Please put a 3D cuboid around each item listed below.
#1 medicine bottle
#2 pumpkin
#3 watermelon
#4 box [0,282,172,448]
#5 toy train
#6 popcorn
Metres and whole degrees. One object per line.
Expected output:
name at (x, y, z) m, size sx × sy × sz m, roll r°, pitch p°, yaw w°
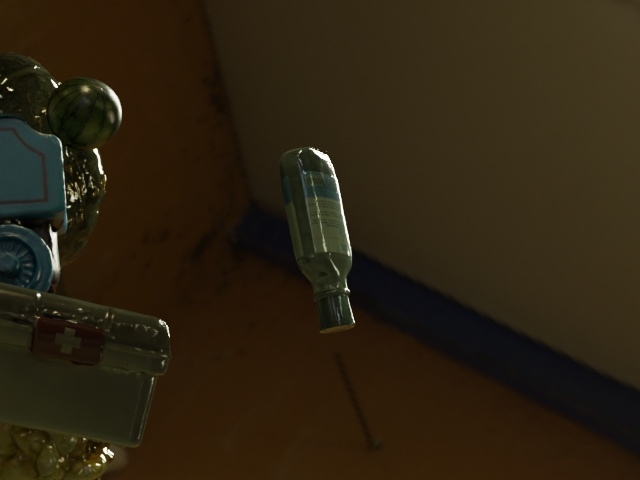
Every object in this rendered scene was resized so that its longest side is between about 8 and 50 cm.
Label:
medicine bottle at (0.000, 0.000, 1.619) m, size 0.053 × 0.090 × 0.209 m, roll -15°, pitch -103°, yaw 22°
pumpkin at (-0.461, -0.104, 2.088) m, size 0.291 × 0.257 × 0.328 m, roll -45°, pitch -98°, yaw 15°
watermelon at (-0.316, -0.166, 1.882) m, size 0.109 × 0.109 × 0.109 m, roll 30°, pitch -33°, yaw 22°
box at (-0.258, 0.117, 1.361) m, size 0.210 × 0.129 × 0.148 m, roll 13°, pitch -5°, yaw -17°
toy train at (-0.464, -0.023, 1.744) m, size 0.188 × 0.300 × 0.265 m, roll 131°, pitch -46°, yaw -75°
popcorn at (-0.405, 0.285, 2.060) m, size 0.259 × 0.259 × 0.212 m, roll 14°, pitch -13°, yaw 40°
